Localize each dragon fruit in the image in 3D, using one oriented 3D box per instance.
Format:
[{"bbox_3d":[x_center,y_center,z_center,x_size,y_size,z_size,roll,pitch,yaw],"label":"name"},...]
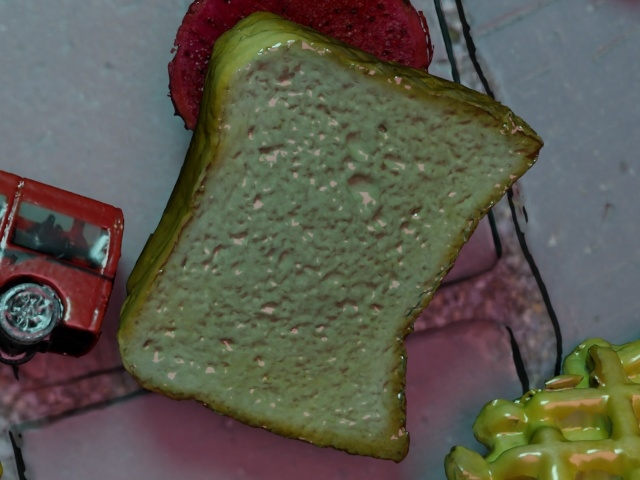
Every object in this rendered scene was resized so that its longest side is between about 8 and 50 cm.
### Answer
[{"bbox_3d":[-0.010,-0.123,0.717,0.153,0.153,0.111,12,40,-15],"label":"dragon fruit"}]

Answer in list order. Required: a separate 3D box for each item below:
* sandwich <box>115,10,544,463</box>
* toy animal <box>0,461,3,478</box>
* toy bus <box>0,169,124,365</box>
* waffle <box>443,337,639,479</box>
[{"bbox_3d":[0.000,0.000,0.669,0.186,0.065,0.214,20,104,-19],"label":"sandwich"},{"bbox_3d":[-0.255,0.172,0.590,0.156,0.156,0.230,44,85,-8],"label":"toy animal"},{"bbox_3d":[-0.206,0.002,0.649,0.195,0.081,0.089,17,70,-14],"label":"toy bus"},{"bbox_3d":[0.237,0.142,0.672,0.312,0.307,0.060,-22,128,-26],"label":"waffle"}]
